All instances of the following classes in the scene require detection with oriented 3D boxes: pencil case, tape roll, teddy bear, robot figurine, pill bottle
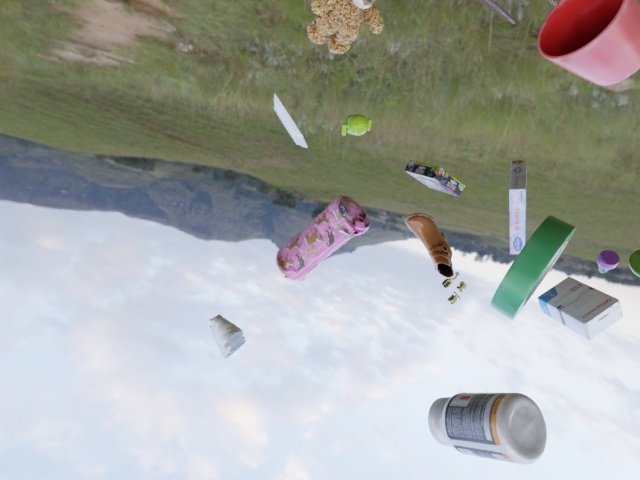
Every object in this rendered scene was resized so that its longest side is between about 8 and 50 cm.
[{"bbox_3d":[0.000,0.000,1.546,0.160,0.386,0.167,51,-150,0],"label":"pencil case"},{"bbox_3d":[0.621,0.083,1.219,0.077,0.321,0.321,35,-163,29],"label":"tape roll"},{"bbox_3d":[0.086,-0.751,1.388,0.245,0.113,0.337,33,150,-35],"label":"teddy bear"},{"bbox_3d":[0.116,-0.377,1.352,0.101,0.067,0.115,-12,-162,-11],"label":"robot figurine"},{"bbox_3d":[0.427,0.487,1.100,0.162,0.162,0.278,14,157,-24],"label":"pill bottle"}]

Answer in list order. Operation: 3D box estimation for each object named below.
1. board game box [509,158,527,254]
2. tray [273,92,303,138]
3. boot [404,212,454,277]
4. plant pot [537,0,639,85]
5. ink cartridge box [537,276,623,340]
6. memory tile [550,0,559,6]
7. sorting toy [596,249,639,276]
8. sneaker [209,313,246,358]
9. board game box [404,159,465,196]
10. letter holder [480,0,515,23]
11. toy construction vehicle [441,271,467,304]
[{"bbox_3d":[0.885,-0.155,1.857,0.065,0.318,0.319,1,-148,26],"label":"board game box"},{"bbox_3d":[-0.097,-0.363,1.307,0.145,0.030,0.270,56,-176,-3],"label":"tray"},{"bbox_3d":[0.478,0.024,1.804,0.283,0.109,0.220,40,-145,-33],"label":"boot"},{"bbox_3d":[0.881,-0.637,1.306,0.243,0.275,0.275,22,-172,-25],"label":"plant pot"},{"bbox_3d":[0.836,0.215,1.346,0.082,0.139,0.191,61,175,-25],"label":"ink cartridge box"},{"bbox_3d":[0.784,-0.877,1.427,0.148,0.113,0.012,-2,178,-41],"label":"memory tile"},{"bbox_3d":[1.216,0.117,1.518,0.365,0.127,0.126,8,150,23],"label":"sorting toy"},{"bbox_3d":[-0.181,0.182,0.802,0.053,0.152,0.061,-38,-107,-27],"label":"sneaker"},{"bbox_3d":[0.400,-0.221,1.463,0.141,0.048,0.170,27,-175,-30],"label":"board game box"},{"bbox_3d":[0.476,-0.769,1.172,0.301,0.152,0.214,1,-132,-42],"label":"letter holder"},{"bbox_3d":[0.500,0.175,1.542,0.086,0.098,0.035,52,164,-1],"label":"toy construction vehicle"}]
